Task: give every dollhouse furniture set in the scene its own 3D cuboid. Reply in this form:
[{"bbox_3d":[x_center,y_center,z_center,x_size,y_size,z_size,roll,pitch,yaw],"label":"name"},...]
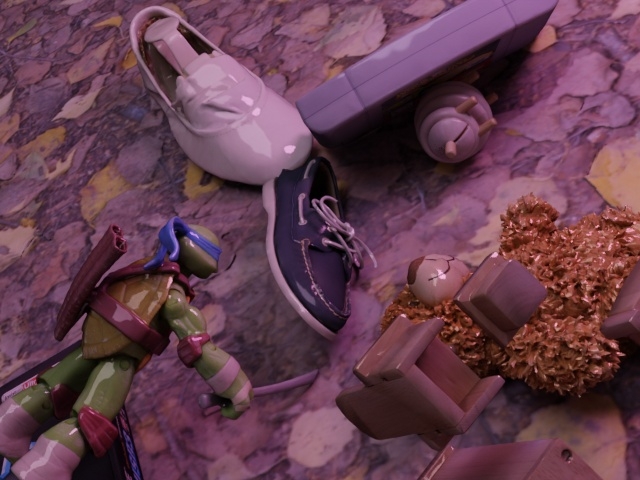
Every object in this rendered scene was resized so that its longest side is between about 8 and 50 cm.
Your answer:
[{"bbox_3d":[0.229,0.073,0.833,0.355,0.303,0.174,-48,5,-22],"label":"dollhouse furniture set"}]

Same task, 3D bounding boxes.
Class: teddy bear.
[{"bbox_3d":[0.205,0.039,0.967,0.338,0.113,0.245,-2,45,31],"label":"teddy bear"}]

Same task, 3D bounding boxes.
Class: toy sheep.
[{"bbox_3d":[0.141,-0.125,1.197,0.091,0.091,0.132,-14,26,20],"label":"toy sheep"}]

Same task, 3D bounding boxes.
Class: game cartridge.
[{"bbox_3d":[0.115,-0.190,1.219,0.294,0.196,0.060,-29,83,4],"label":"game cartridge"}]

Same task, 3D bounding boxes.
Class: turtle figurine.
[{"bbox_3d":[-0.157,0.131,1.037,0.198,0.274,0.266,40,75,18],"label":"turtle figurine"}]

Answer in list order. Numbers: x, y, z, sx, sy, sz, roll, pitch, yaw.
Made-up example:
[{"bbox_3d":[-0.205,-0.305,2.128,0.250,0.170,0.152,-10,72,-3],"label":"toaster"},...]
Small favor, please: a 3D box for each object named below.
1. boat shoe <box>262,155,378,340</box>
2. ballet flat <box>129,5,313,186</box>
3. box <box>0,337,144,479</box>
[{"bbox_3d":[0.000,0.000,1.155,0.079,0.095,0.254,-34,29,14],"label":"boat shoe"},{"bbox_3d":[-0.149,-0.193,1.418,0.139,0.139,0.400,-37,40,-7],"label":"ballet flat"},{"bbox_3d":[-0.312,0.270,1.088,0.295,0.073,0.293,-29,40,1],"label":"box"}]
